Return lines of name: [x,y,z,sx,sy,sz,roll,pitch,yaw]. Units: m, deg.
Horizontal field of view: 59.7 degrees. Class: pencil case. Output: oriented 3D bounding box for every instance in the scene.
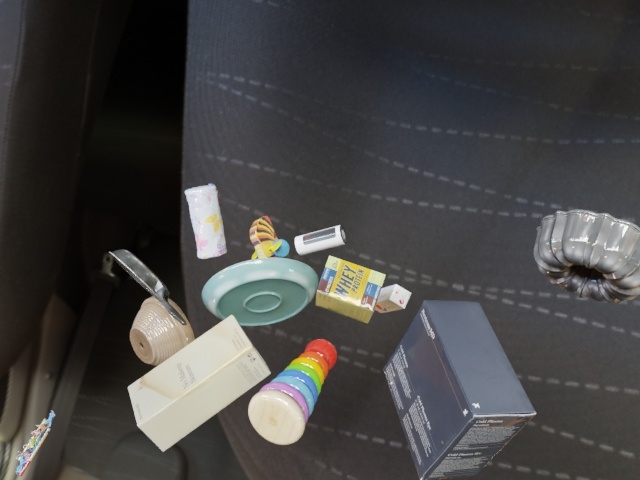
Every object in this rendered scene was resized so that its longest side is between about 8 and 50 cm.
pencil case: [-0.423,-0.068,2.060,0.124,0.113,0.274,2,105,46]

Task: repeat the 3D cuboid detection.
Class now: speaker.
speaker: [0.000,0.000,1.517,0.136,0.055,0.055,-14,141,19]

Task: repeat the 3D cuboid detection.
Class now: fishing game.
fishing game: [-0.836,0.581,1.622,0.041,0.189,0.264,35,160,-19]

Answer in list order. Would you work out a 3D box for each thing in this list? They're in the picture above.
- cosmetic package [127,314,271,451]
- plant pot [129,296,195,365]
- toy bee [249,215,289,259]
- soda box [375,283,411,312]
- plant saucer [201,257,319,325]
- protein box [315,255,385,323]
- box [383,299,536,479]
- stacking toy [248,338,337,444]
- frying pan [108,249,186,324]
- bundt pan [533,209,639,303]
cosmetic package: [-0.295,0.339,1.356,0.160,0.309,0.113,39,159,55]
plant pot: [-0.490,0.290,1.668,0.237,0.109,0.238,17,118,35]
toy bee: [-0.189,0.063,2.126,0.298,0.162,0.195,46,142,9]
soda box: [0.261,0.227,2.151,0.073,0.069,0.216,31,160,-10]
plant saucer: [-0.156,0.152,1.494,0.317,0.044,0.318,-9,146,-6]
protein box: [0.100,0.173,1.928,0.201,0.136,0.200,19,160,6]
box: [0.339,0.385,1.451,0.178,0.343,0.313,3,133,-19]
stacking toy: [-0.045,0.348,1.393,0.141,0.330,0.141,9,115,20]
frying pan: [-0.428,0.097,1.374,0.197,0.053,0.326,51,160,-24]
bundt pan: [0.736,0.062,1.517,0.330,0.124,0.331,26,161,10]
